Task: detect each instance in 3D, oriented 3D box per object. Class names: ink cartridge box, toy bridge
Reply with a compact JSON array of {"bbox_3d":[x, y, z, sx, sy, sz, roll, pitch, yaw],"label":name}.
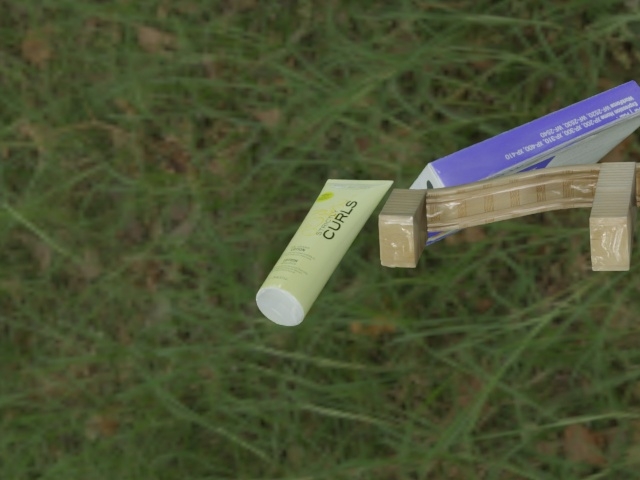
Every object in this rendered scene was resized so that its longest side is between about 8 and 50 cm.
[{"bbox_3d":[0.173,-0.069,1.175,0.045,0.206,0.208,64,162,8],"label":"ink cartridge box"},{"bbox_3d":[0.122,-0.012,0.570,0.188,0.063,0.026,0,115,16],"label":"toy bridge"}]

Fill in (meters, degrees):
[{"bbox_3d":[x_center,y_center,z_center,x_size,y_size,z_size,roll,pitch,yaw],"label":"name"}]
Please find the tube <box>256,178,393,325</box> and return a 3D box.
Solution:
[{"bbox_3d":[0.000,0.000,1.651,0.070,0.240,0.062,34,139,0],"label":"tube"}]
